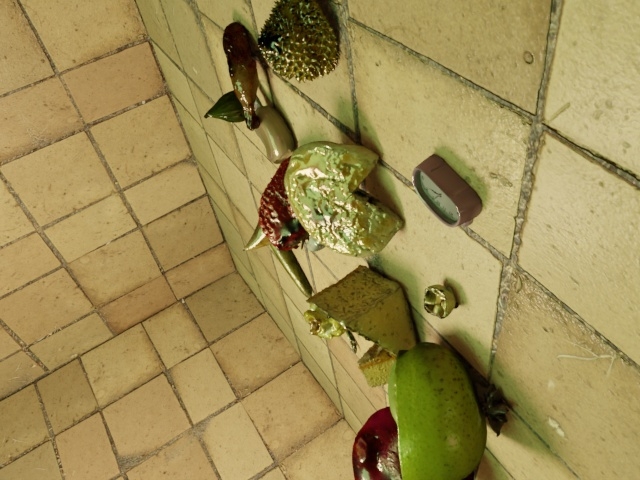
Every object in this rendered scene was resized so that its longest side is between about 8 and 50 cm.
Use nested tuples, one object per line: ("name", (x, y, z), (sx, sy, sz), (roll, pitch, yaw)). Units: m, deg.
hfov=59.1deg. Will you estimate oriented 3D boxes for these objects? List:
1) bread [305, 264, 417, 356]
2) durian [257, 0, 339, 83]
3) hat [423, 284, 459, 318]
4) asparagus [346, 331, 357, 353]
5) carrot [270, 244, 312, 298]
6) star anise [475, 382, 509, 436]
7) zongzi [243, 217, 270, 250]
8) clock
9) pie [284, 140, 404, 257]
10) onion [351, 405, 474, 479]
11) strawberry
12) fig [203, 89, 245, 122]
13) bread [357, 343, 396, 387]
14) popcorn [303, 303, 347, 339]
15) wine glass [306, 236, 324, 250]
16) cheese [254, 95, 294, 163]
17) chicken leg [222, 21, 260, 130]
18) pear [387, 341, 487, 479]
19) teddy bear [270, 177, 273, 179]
("bread", (0.128, 0.263, 1.683), (0.248, 0.278, 0.316), (20, 125, 56))
("durian", (-0.062, -0.455, 1.253), (0.193, 0.137, 0.237), (45, 157, 42))
("hat", (0.289, 0.141, 1.345), (0.077, 0.059, 0.076), (24, 125, 56))
("asparagus", (0.097, 0.358, 2.317), (0.236, 0.034, 0.027), (60, 156, -5))
("carrot", (-0.136, 0.109, 2.537), (0.359, 0.074, 0.074), (60, 164, -1))
("star anise", (0.419, 0.402, 1.394), (0.129, 0.056, 0.124), (-113, 17, -46))
("zongzi", (-0.252, -0.044, 2.403), (0.195, 0.197, 0.099), (82, 162, -45))
("clock", (0.242, -0.087, 1.113), (0.153, 0.050, 0.110), (52, 162, 27))
("pie", (0.043, -0.101, 1.423), (0.337, 0.075, 0.338), (16, 126, 24))
("onion", (0.298, 0.721, 1.831), (0.398, 0.398, 0.420), (57, -173, 13))
("strawberry", (-0.081, -0.118, 1.673), (0.258, 0.261, 0.261), (50, 162, 7))
("fig", (-0.319, -0.458, 1.956), (0.117, 0.177, 0.117), (31, 132, 42))
("bread", (0.197, 0.413, 1.926), (0.127, 0.152, 0.147), (51, 165, 55))
("popcorn", (0.016, 0.292, 2.185), (0.197, 0.212, 0.198), (12, 109, 38))
("wine glass", (0.000, 0.000, 1.956), (0.074, 0.074, 0.262), (61, 164, 0))
("cheese", (-0.176, -0.387, 1.818), (0.287, 0.082, 0.163), (62, 162, 5))
("chicken leg", (-0.239, -0.503, 1.715), (0.177, 0.082, 0.323), (118, 138, -73))
("pear", (0.300, 0.411, 1.467), (0.342, 0.238, 0.318), (-53, -45, -71))
("teddy bear", (-0.103, -0.121, 1.958), (0.111, 0.133, 0.213), (16, 149, 30))
